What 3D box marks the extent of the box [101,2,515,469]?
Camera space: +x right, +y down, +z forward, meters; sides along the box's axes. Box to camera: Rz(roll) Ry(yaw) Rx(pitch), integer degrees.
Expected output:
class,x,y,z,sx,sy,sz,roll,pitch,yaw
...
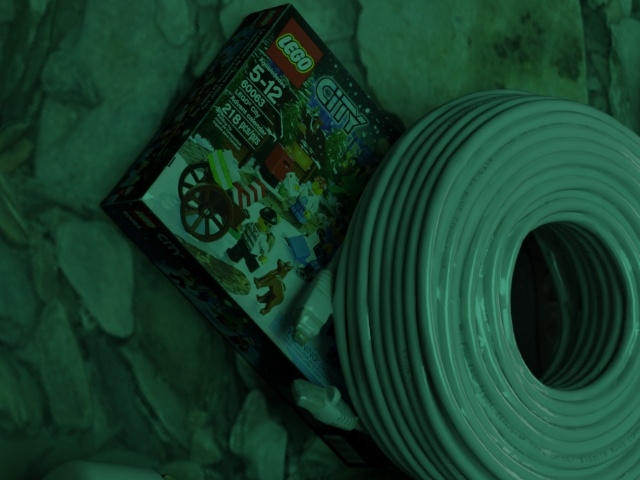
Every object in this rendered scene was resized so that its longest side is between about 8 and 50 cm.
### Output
class,x,y,z,sx,sy,sz,roll,pitch,yaw
box,0.000,0.000,1.144,0.233,0.044,0.159,48,61,-25

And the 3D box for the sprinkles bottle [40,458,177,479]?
class,x,y,z,sx,sy,sz,roll,pitch,yaw
sprinkles bottle,0.014,0.200,1.062,0.355,0.121,0.121,12,79,-28

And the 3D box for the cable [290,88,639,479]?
class,x,y,z,sx,sy,sz,roll,pitch,yaw
cable,0.123,0.036,1.151,0.257,0.089,0.257,37,66,-31
